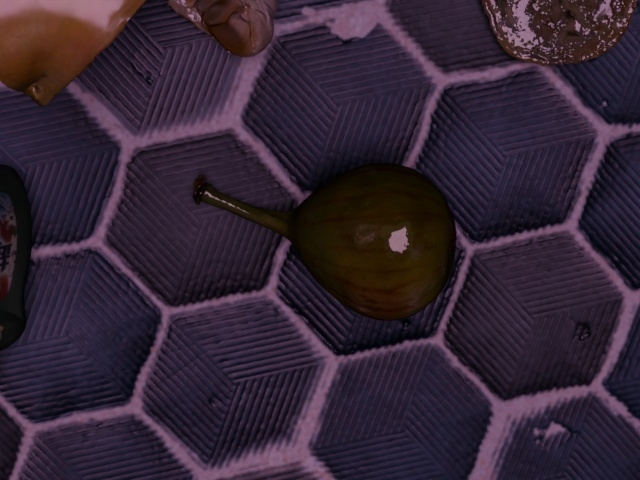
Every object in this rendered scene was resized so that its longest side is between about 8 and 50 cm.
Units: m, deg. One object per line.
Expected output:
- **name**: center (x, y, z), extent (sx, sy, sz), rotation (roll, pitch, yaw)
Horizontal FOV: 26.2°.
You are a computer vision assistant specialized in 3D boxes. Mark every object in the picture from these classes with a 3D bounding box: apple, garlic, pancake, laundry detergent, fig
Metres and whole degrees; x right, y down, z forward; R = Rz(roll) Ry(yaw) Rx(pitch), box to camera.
- **apple**: center (-0.233, -0.240, 1.150), extent (0.314, 0.309, 0.252), rotation (0, 97, -8)
- **garlic**: center (-0.080, -0.227, 1.282), extent (0.074, 0.094, 0.113), rotation (-35, 95, -41)
- **pancake**: center (0.231, -0.243, 1.334), extent (0.158, 0.028, 0.158), rotation (-1, 100, -4)
- **laundry detergent**: center (-0.341, 0.041, 1.284), extent (0.144, 0.078, 0.222), rotation (-3, 100, -30)
- **fig**: center (0.000, 0.000, 1.299), extent (0.259, 0.151, 0.151), rotation (1, 98, 16)
